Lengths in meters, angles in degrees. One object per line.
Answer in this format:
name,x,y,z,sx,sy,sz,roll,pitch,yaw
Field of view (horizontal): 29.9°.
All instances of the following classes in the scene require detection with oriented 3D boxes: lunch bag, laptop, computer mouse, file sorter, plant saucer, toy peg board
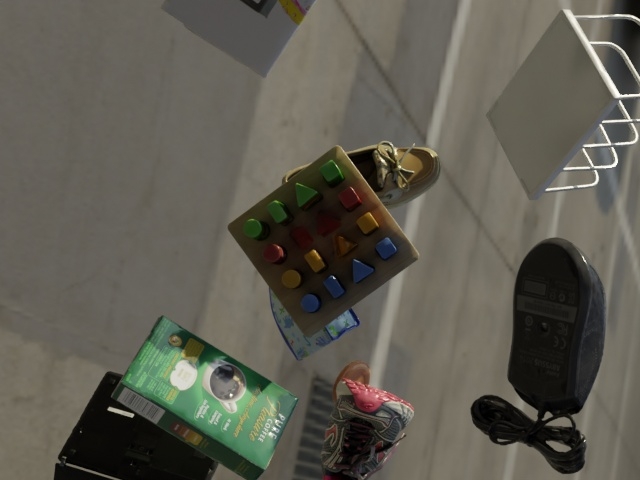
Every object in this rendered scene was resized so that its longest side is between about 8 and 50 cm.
lunch bag,-0.020,0.121,2.159,0.096,0.129,0.151,-30,86,-43
laptop,-0.265,0.362,1.799,0.137,0.234,0.264,86,23,-49
computer mouse,0.286,0.131,1.470,0.072,0.188,0.272,2,101,-37
file sorter,0.452,-0.232,2.066,0.278,0.173,0.193,-57,-134,49
plant saucer,0.053,0.234,1.939,0.083,0.013,0.083,-25,128,-37
toy peg board,0.000,0.000,1.340,0.161,0.161,0.079,54,3,5

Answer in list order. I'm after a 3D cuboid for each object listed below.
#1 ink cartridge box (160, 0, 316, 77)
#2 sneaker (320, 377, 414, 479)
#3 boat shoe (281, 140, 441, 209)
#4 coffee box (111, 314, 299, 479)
ink cartridge box,-0.083,-0.432,1.855,0.270,0.197,0.198,-54,-173,22
sneaker,0.063,0.299,1.797,0.299,0.120,0.112,94,19,-61
boat shoe,0.072,-0.106,2.053,0.089,0.285,0.105,93,-19,-71
coffee box,-0.124,0.173,1.312,0.040,0.184,0.113,-54,-173,43
